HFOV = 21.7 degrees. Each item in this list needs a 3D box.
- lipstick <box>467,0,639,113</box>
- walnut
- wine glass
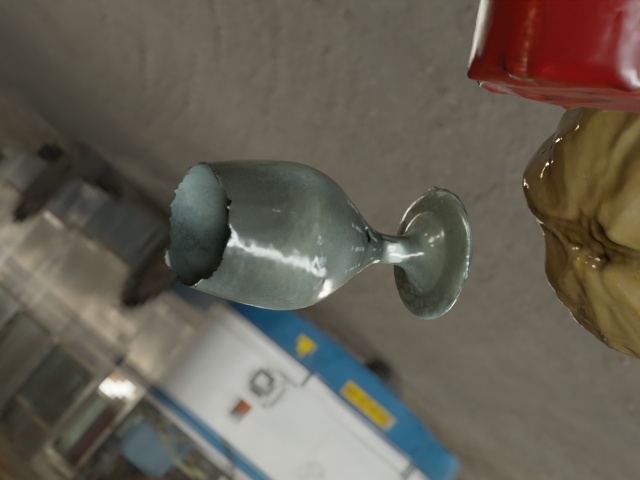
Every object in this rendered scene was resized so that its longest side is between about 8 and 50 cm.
[{"bbox_3d":[0.094,-0.173,0.431,0.073,0.279,0.073,9,-179,0],"label":"lipstick"},{"bbox_3d":[0.409,-0.039,1.778,0.383,0.383,0.383,39,172,7],"label":"walnut"},{"bbox_3d":[0.000,0.000,1.377,0.241,0.126,0.126,6,-169,-30],"label":"wine glass"}]
